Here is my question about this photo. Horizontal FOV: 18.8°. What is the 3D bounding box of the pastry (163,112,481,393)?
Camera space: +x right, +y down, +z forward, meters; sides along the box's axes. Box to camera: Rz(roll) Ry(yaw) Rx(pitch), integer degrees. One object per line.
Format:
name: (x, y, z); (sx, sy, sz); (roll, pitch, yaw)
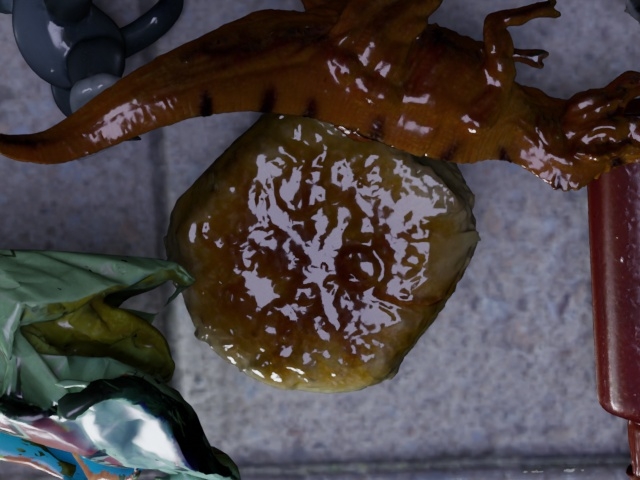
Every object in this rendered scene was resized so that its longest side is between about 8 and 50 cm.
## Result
pastry: (0.000, 0.000, 1.251); (0.182, 0.093, 0.192); (35, 105, 1)

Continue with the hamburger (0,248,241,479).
hamburger: (-0.167, 0.063, 1.202); (0.276, 0.260, 0.150); (16, 74, 15)

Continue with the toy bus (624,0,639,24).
toy bus: (0.268, -0.288, 1.165); (0.138, 0.097, 0.342); (13, 104, -2)

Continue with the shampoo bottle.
shampoo bottle: (0.228, 0.039, 1.263); (0.102, 0.064, 0.260); (-4, 103, 2)

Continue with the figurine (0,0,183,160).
figurine: (-0.152, -0.173, 1.197); (0.140, 0.193, 0.265); (-47, 124, -24)

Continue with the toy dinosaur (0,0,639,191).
toy dinosaur: (0.011, -0.124, 1.168); (0.432, 0.097, 0.208); (2, 67, -13)
